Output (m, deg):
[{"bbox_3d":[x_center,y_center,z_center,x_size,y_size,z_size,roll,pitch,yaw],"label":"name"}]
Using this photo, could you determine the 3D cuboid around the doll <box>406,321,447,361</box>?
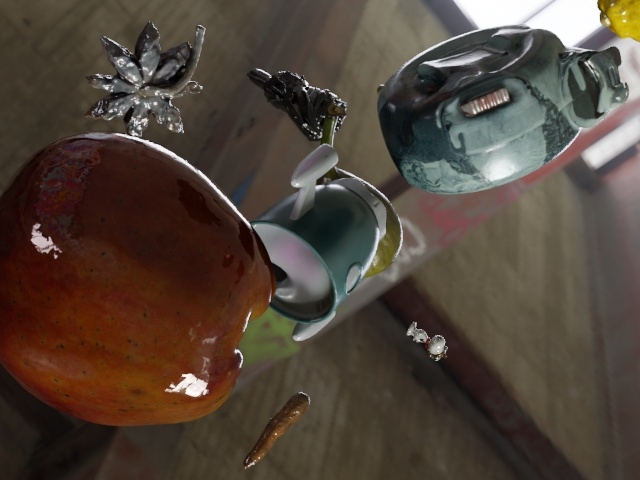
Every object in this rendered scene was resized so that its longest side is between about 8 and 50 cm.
[{"bbox_3d":[0.203,0.194,2.440,0.040,0.085,0.058,-47,-37,-36],"label":"doll"}]

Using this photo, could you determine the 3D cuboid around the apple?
[{"bbox_3d":[-0.242,0.053,1.578,0.365,0.328,0.295,23,-142,13],"label":"apple"}]

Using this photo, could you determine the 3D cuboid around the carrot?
[{"bbox_3d":[-0.077,0.320,2.155,0.036,0.165,0.035,39,162,15],"label":"carrot"}]

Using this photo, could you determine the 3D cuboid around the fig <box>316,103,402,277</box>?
[{"bbox_3d":[0.022,-0.063,1.875,0.151,0.151,0.259,-86,-23,-56],"label":"fig"}]

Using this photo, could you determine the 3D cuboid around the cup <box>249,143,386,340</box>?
[{"bbox_3d":[0.000,0.000,1.732,0.167,0.299,0.173,24,-135,26],"label":"cup"}]

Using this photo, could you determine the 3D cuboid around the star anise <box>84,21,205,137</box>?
[{"bbox_3d":[-0.296,-0.279,2.236,0.230,0.262,0.081,53,179,-23],"label":"star anise"}]

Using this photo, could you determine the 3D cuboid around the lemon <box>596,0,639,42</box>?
[{"bbox_3d":[0.335,-0.244,1.219,0.114,0.155,0.114,63,173,13],"label":"lemon"}]

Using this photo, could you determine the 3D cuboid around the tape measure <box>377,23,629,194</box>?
[{"bbox_3d":[0.207,-0.177,1.616,0.256,0.275,0.147,31,147,61],"label":"tape measure"}]

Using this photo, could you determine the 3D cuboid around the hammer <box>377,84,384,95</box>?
[{"bbox_3d":[0.128,-0.213,2.133,0.019,0.035,0.110,-53,-46,-31],"label":"hammer"}]

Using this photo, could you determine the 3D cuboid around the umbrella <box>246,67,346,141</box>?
[{"bbox_3d":[-0.062,-0.306,2.746,0.118,0.118,0.340,33,-179,-40],"label":"umbrella"}]
